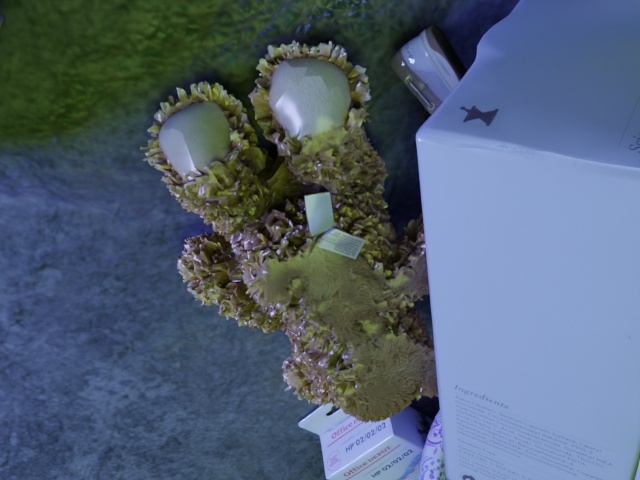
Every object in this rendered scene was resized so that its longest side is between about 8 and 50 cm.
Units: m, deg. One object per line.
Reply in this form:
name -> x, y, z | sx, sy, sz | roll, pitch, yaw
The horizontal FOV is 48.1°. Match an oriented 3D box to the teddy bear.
teddy bear -> 0.000, 0.000, 0.589 | 0.245, 0.113, 0.338 | -39, 119, 13

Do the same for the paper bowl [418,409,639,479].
paper bowl -> 0.243, 0.260, 0.732 | 0.284, 0.285, 0.148 | -14, 156, 2

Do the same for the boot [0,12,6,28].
boot -> -0.393, -0.075, 0.427 | 0.284, 0.138, 0.377 | 27, 115, -29

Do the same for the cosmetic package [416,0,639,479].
cosmetic package -> 0.191, 0.027, 0.531 | 0.156, 0.217, 0.385 | 17, 142, 27

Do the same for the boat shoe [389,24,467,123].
boat shoe -> 0.098, -0.101, 0.546 | 0.045, 0.050, 0.135 | -22, 129, 24

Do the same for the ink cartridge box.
ink cartridge box -> 0.074, 0.240, 0.819 | 0.181, 0.062, 0.104 | 34, 117, -32
